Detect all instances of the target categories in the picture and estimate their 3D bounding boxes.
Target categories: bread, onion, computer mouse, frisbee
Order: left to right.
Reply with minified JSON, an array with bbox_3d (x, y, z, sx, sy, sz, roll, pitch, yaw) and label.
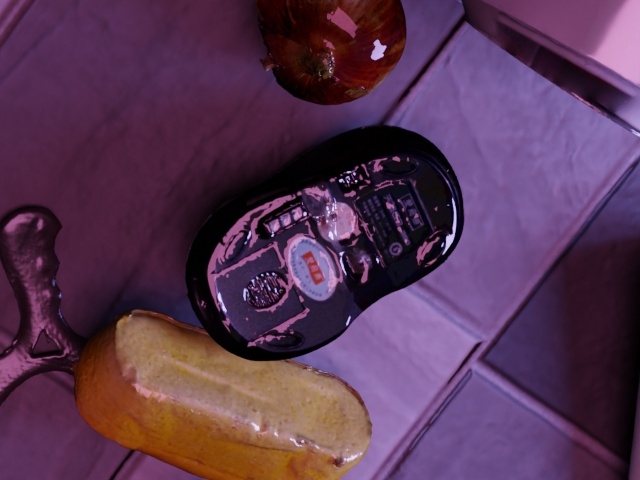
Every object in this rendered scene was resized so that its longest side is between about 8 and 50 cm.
[{"bbox_3d":[-0.230,0.098,1.330,0.187,0.012,0.211,-41,111,1],"label":"frisbee"},{"bbox_3d":[-0.079,0.131,1.316,0.245,0.102,0.094,21,138,-25],"label":"bread"},{"bbox_3d":[0.000,0.000,1.308,0.233,0.096,0.137,-26,114,-11],"label":"computer mouse"},{"bbox_3d":[0.010,-0.160,1.251,0.118,0.118,0.117,-21,132,-5],"label":"onion"}]

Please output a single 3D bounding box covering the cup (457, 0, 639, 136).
[{"bbox_3d":[0.267,-0.267,1.206,0.253,0.253,0.371,28,96,-19],"label":"cup"}]

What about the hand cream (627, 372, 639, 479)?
[{"bbox_3d":[0.341,0.181,1.441,0.185,0.118,0.359,-8,116,-12],"label":"hand cream"}]
